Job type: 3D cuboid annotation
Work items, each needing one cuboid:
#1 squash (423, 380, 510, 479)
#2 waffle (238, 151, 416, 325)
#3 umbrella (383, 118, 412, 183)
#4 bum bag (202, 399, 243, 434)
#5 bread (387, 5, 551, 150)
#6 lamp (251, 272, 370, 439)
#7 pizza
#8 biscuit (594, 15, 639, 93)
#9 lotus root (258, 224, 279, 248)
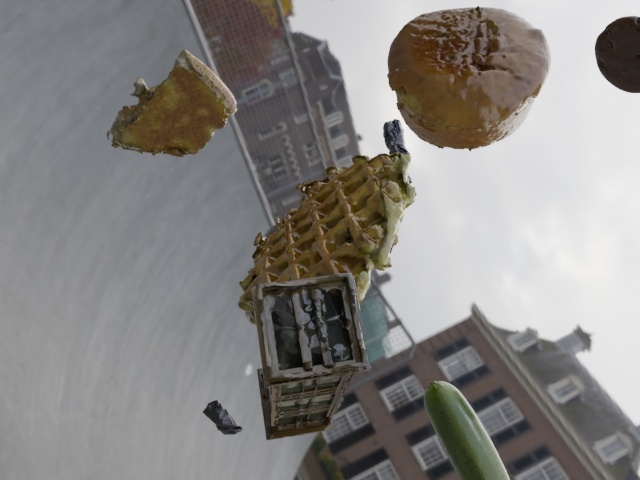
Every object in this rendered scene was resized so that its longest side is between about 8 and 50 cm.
[{"bbox_3d":[0.217,0.310,0.972,0.252,0.066,0.066,64,-8,5],"label":"squash"},{"bbox_3d":[0.000,0.000,0.969,0.068,0.325,0.302,45,-33,-24],"label":"waffle"},{"bbox_3d":[0.216,-0.250,1.973,0.071,0.070,0.248,75,9,-53],"label":"umbrella"},{"bbox_3d":[-0.251,0.457,1.778,0.124,0.057,0.034,59,11,-24],"label":"bum bag"},{"bbox_3d":[0.246,-0.269,1.155,0.268,0.268,0.146,61,-6,29],"label":"bread"},{"bbox_3d":[-0.018,0.131,0.702,0.325,0.090,0.089,99,-17,-67],"label":"lamp"},{"bbox_3d":[-0.305,-0.252,1.401,0.189,0.297,0.071,35,37,-33],"label":"pizza"},{"bbox_3d":[0.798,-0.468,1.770,0.212,0.036,0.212,33,-34,25],"label":"biscuit"},{"bbox_3d":[-0.034,0.054,1.332,0.169,0.141,0.314,41,4,-28],"label":"lotus root"}]
